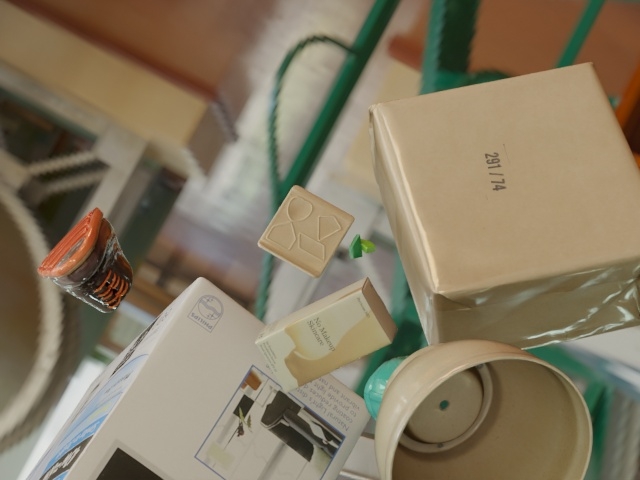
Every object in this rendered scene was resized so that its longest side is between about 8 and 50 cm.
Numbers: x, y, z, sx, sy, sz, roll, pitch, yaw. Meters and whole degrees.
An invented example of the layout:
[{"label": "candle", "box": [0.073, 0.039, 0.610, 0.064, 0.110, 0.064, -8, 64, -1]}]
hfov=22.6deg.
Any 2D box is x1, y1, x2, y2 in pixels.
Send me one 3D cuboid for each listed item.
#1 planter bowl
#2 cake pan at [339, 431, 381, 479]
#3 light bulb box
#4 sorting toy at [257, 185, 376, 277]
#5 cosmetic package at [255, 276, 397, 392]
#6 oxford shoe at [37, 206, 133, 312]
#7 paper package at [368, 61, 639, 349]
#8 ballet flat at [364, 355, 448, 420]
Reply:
[{"label": "planter bowl", "box": [0.109, 0.141, 1.209, 0.162, 0.162, 0.109, 32, -174, -26]}, {"label": "cake pan", "box": [0.131, 0.291, 2.032, 0.293, 0.054, 0.293, 14, 176, 1]}, {"label": "light bulb box", "box": [-0.180, 0.288, 1.580, 0.225, 0.361, 0.358, 37, 145, -7]}, {"label": "sorting toy", "box": [0.000, 0.000, 1.275, 0.083, 0.062, 0.012, 29, 163, 10]}, {"label": "cosmetic package", "box": [0.006, 0.086, 1.460, 0.060, 0.115, 0.041, 58, -161, -11]}, {"label": "oxford shoe", "box": [-0.250, 0.028, 1.808, 0.098, 0.097, 0.271, 44, 178, -5]}, {"label": "paper package", "box": [0.246, -0.039, 2.027, 0.310, 0.324, 0.168, -12, 143, -3]}, {"label": "ballet flat", "box": [0.117, 0.135, 1.513, 0.087, 0.083, 0.247, 10, -176, 31]}]
